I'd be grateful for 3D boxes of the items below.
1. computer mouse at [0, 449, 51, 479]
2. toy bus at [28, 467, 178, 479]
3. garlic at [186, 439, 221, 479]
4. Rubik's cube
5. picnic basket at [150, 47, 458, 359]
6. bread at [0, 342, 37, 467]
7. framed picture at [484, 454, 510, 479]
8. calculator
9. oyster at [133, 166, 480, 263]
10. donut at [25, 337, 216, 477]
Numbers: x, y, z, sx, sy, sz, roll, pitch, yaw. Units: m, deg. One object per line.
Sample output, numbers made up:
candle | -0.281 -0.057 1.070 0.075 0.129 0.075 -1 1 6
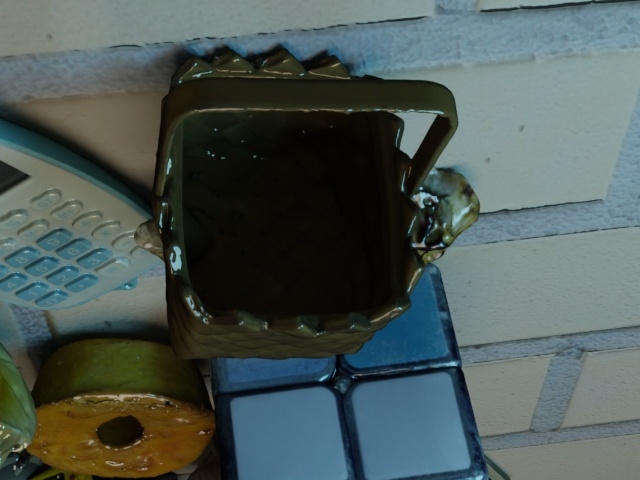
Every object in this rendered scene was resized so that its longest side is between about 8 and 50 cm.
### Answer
computer mouse | -0.501 0.361 1.738 0.167 0.090 0.379 3 143 -50
toy bus | -0.320 0.433 1.798 0.151 0.145 0.331 -21 154 8
garlic | -0.151 0.364 1.756 0.245 0.245 0.253 -25 107 22
Rubik's cube | 0.023 0.248 1.497 0.316 0.318 0.313 -6 147 -3
picnic basket | -0.031 -0.047 1.077 0.254 0.291 0.321 1 153 -14
bread | -0.528 0.168 1.350 0.183 0.236 0.388 -43 126 16
framed picture | 0.177 0.413 2.031 0.240 0.020 0.324 -21 144 18
calculator | -0.334 -0.018 1.261 0.256 0.054 0.386 -26 143 23
oyster | -0.015 0.015 1.340 0.396 0.111 0.204 -7 149 -10
donut | -0.270 0.224 1.558 0.277 0.108 0.277 -1 148 -1
